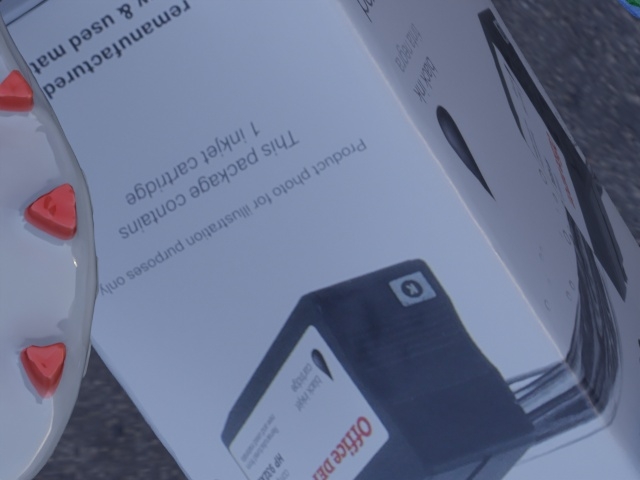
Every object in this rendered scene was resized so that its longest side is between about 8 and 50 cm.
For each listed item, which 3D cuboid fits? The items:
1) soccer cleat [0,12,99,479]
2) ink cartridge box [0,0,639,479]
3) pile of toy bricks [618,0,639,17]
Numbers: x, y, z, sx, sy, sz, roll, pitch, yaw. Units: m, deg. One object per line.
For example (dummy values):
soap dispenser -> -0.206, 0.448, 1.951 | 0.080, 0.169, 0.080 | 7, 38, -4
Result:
soccer cleat -> -0.098, -0.027, 0.429 | 0.068, 0.076, 0.196 | -10, 70, -19
ink cartridge box -> 0.028, 0.013, 0.624 | 0.129, 0.223, 0.307 | -29, 105, 16
pile of toy bricks -> 0.292, -0.236, 1.487 | 0.118, 0.212, 0.105 | 40, 98, -12
